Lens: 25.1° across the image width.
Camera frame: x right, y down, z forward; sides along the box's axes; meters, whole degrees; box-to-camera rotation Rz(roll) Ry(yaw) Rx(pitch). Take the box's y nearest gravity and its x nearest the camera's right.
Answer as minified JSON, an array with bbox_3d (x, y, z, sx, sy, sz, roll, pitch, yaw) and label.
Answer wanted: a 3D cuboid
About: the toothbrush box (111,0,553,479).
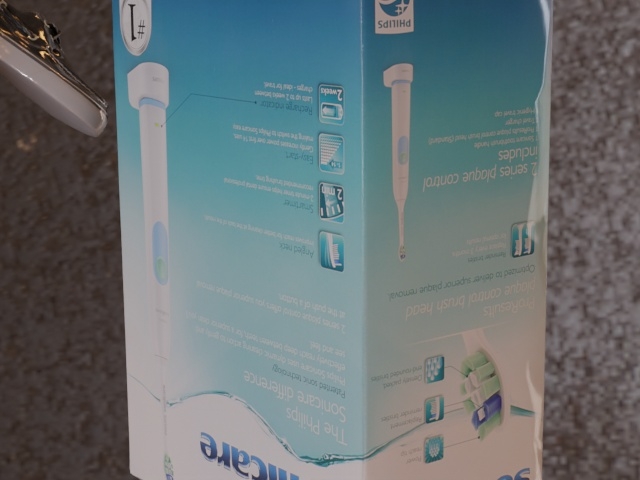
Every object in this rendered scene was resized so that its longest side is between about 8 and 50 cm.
[{"bbox_3d":[0.000,0.000,0.739,0.126,0.216,0.295,-8,103,-37],"label":"toothbrush box"}]

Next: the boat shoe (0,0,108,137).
[{"bbox_3d":[-0.172,-0.115,0.819,0.142,0.049,0.040,38,78,4],"label":"boat shoe"}]
